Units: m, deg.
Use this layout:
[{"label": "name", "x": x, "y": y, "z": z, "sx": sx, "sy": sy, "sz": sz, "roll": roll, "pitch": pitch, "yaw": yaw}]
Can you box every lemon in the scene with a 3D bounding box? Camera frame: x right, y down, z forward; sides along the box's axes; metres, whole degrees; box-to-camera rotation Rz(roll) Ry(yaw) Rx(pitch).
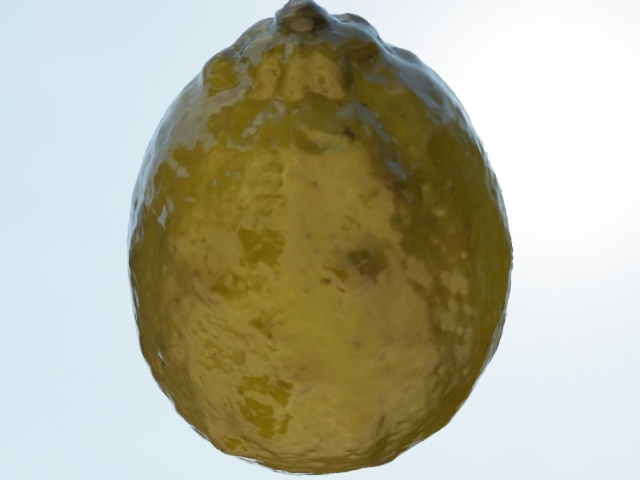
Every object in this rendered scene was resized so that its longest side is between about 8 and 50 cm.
[{"label": "lemon", "x": 0.001, "y": 0.006, "z": 1.347, "sx": 0.285, "sy": 0.285, "sz": 0.316, "roll": 21, "pitch": -67, "yaw": -25}]
